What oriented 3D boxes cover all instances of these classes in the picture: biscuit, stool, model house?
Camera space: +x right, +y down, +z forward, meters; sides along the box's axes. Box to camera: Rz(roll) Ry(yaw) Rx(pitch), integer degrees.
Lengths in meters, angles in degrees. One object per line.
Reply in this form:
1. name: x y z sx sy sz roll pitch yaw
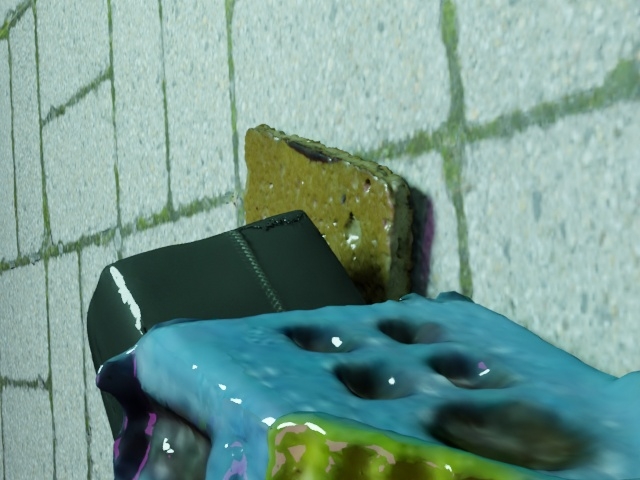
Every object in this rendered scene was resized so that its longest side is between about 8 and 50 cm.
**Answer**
1. biscuit: 0.000 0.000 0.834 0.231 0.025 0.131 -150 59 -60
2. stool: -0.043 0.103 0.758 0.232 0.141 0.232 49 149 44
3. model house: 0.053 0.169 0.538 0.303 0.215 0.237 20 109 58
